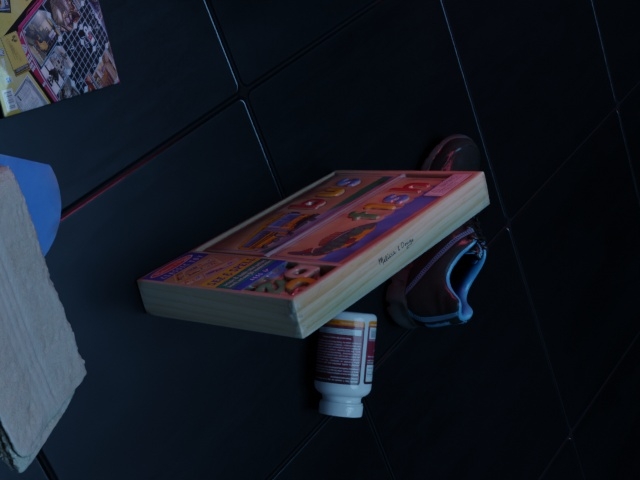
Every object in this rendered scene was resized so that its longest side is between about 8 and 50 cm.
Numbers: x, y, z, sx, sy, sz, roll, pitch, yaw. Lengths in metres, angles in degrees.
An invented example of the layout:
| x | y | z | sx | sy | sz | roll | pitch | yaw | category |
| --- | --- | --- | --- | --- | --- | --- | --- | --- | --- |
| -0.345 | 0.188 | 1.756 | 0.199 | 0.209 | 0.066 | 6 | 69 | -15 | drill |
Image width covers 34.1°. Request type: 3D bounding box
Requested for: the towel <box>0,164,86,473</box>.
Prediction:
| x | y | z | sx | sy | sz | roll | pitch | yaw | category |
| --- | --- | --- | --- | --- | --- | --- | --- | --- | --- |
| -0.329 | 0.081 | 1.078 | 0.187 | 0.049 | 0.282 | -70 | 151 | -61 | towel |

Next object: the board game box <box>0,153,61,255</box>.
| x | y | z | sx | sy | sz | roll | pitch | yaw | category |
| --- | --- | --- | --- | --- | --- | --- | --- | --- | --- |
| -0.362 | -0.029 | 1.126 | 0.168 | 0.033 | 0.133 | 11 | 93 | -48 | board game box |

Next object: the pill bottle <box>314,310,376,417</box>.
| x | y | z | sx | sy | sz | roll | pitch | yaw | category |
| --- | --- | --- | --- | --- | --- | --- | --- | --- | --- |
| 0.035 | 0.180 | 1.537 | 0.086 | 0.086 | 0.152 | 9 | 85 | -48 | pill bottle |

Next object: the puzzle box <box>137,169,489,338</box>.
| x | y | z | sx | sy | sz | roll | pitch | yaw | category |
| --- | --- | --- | --- | --- | --- | --- | --- | --- | --- |
| 0.000 | 0.000 | 1.354 | 0.409 | 0.272 | 0.052 | -32 | 116 | -43 | puzzle box |

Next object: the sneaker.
| x | y | z | sx | sy | sz | roll | pitch | yaw | category |
| --- | --- | --- | --- | --- | --- | --- | --- | --- | --- |
| 0.221 | -0.013 | 1.696 | 0.125 | 0.139 | 0.341 | 30 | 69 | -43 | sneaker |

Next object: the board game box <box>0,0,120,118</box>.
| x | y | z | sx | sy | sz | roll | pitch | yaw | category |
| --- | --- | --- | --- | --- | --- | --- | --- | --- | --- |
| -0.325 | -0.271 | 1.149 | 0.165 | 0.042 | 0.243 | -27 | 111 | -44 | board game box |
